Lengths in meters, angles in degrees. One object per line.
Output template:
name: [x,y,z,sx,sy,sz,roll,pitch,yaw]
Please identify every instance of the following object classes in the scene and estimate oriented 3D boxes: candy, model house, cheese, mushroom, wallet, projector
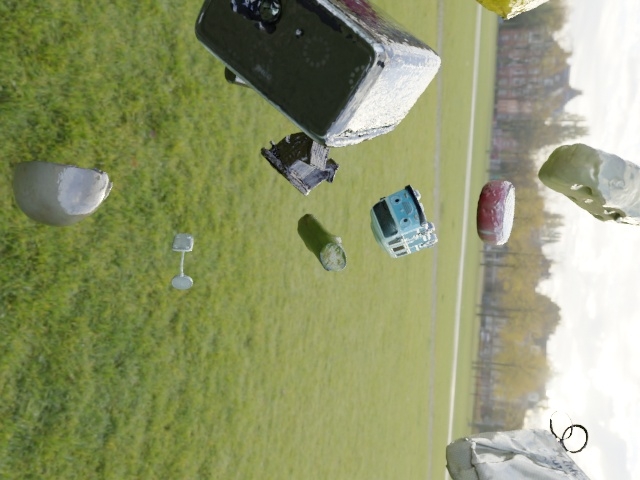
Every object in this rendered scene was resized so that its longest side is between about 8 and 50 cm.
candy: [0.276,-0.044,0.913,0.103,0.043,0.103,-20,113,-60]
model house: [-0.040,-0.225,1.618,0.164,0.141,0.203,-44,150,3]
cheese: [0.530,-0.099,1.090,0.263,0.159,0.093,23,90,-33]
mushroom: [-0.465,-0.082,1.026,0.141,0.188,0.117,35,69,-51]
wallet: [0.322,0.371,0.799,0.335,0.275,0.068,-117,-142,-56]
projector: [0.008,-0.406,1.234,0.242,0.395,0.405,-55,167,28]

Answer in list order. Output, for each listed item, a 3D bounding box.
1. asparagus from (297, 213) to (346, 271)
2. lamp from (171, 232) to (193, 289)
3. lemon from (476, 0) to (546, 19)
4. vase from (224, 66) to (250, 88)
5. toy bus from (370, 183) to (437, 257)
asparagus: [-0.002,0.000,1.248,0.067,0.060,0.278,-52,-160,2]
lamp: [-0.324,0.064,1.355,0.198,0.050,0.056,105,-15,-47]
lemon: [0.254,-0.386,0.732,0.178,0.178,0.203,-59,154,-58]
vase: [-0.132,-0.389,1.412,0.211,0.060,0.059,4,90,-44]
toy bus: [0.231,-0.043,1.662,0.271,0.165,0.133,45,24,-70]
